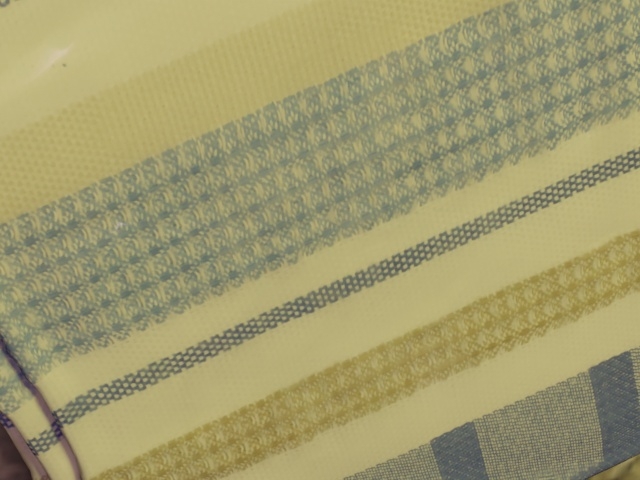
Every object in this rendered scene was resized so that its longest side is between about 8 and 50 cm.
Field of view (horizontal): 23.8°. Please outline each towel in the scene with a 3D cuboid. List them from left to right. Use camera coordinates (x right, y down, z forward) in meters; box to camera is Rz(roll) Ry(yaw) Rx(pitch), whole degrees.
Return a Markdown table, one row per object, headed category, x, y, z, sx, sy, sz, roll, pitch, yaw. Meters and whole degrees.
| category | x | y | z | sx | sy | sz | roll | pitch | yaw |
| --- | --- | --- | --- | --- | --- | --- | --- | --- | --- |
| towel | 0.000 | 0.000 | 0.423 | 0.209 | 0.034 | 0.285 | -24 | 132 | -4 |
